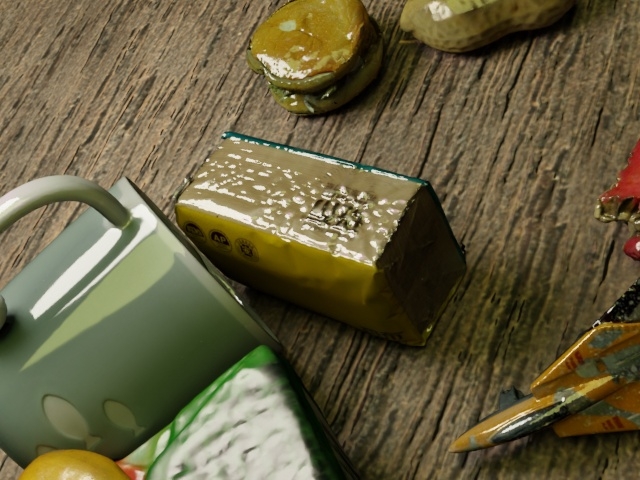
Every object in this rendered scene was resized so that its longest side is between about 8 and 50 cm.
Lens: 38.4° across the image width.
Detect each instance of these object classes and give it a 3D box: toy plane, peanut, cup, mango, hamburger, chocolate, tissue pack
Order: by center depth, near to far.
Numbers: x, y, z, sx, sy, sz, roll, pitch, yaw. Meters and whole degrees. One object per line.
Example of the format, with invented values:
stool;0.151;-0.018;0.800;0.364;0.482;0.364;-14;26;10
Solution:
mango;-0.209;0.240;0.817;0.190;0.075;0.098;14;81;43
chocolate;-0.087;0.334;0.819;0.341;0.161;0.360;-38;41;6
toy plane;0.265;0.132;0.874;0.316;0.204;0.103;-27;11;26
cup;-0.246;0.089;0.966;0.274;0.357;0.259;-44;48;-4
tissue pack;0.000;0.000;1.012;0.270;0.192;0.134;17;67;31
peanut;0.211;-0.300;1.165;0.229;0.098;0.103;-15;15;14
hamburger;-0.004;-0.242;1.221;0.177;0.113;0.186;-6;66;14

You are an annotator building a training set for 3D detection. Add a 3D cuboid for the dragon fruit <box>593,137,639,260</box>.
dragon fruit;0.390;-0.046;0.924;0.211;0.134;0.262;-18;34;29
